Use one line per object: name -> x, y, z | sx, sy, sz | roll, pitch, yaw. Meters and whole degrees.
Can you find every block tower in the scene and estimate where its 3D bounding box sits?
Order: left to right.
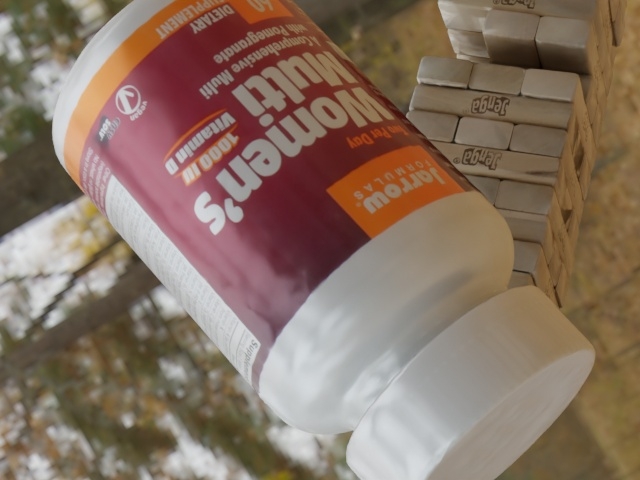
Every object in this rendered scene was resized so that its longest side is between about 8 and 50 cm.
block tower -> 0.111, -0.091, 0.963 | 0.091, 0.097, 0.335 | 60, -137, -60

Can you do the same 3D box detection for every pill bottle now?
pill bottle -> 0.000, 0.000, 0.700 | 0.221, 0.121, 0.121 | 47, 179, 21
